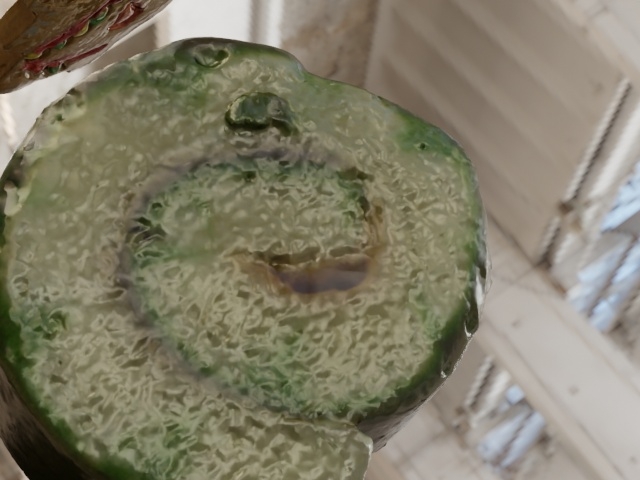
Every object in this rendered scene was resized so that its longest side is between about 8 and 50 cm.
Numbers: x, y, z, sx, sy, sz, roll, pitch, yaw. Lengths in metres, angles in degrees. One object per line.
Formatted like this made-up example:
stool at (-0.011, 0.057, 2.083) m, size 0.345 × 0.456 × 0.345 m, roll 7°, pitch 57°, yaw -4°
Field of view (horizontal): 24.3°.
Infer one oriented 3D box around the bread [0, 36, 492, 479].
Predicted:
bread at (-0.051, 0.045, 1.025) m, size 0.129 × 0.366 × 0.382 m, roll 123°, pitch -45°, yaw -60°

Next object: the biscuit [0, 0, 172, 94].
biscuit at (-0.206, -0.208, 1.308) m, size 0.041 × 0.212 × 0.238 m, roll 57°, pitch -19°, yaw 9°
